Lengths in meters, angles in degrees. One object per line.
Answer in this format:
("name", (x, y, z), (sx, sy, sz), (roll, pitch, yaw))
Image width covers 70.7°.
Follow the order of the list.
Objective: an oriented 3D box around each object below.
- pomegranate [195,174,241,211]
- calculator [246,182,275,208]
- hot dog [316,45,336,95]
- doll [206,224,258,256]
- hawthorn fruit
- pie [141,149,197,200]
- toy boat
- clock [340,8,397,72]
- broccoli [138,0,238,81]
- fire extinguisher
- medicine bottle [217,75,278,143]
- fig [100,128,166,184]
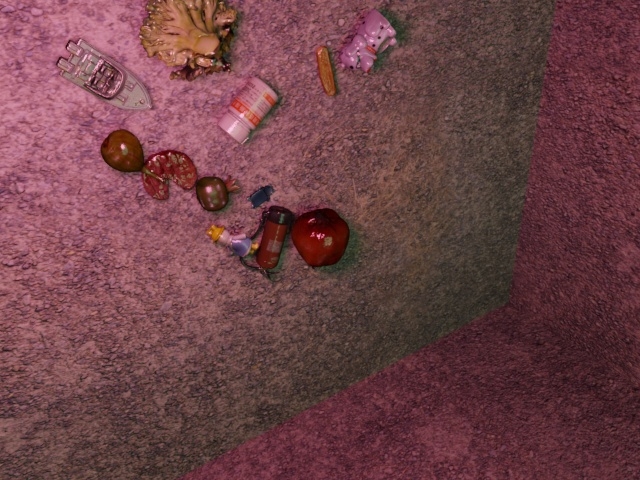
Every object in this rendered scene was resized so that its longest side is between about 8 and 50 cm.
("pomegranate", (-0.443, -0.213, 1.937), (0.191, 0.131, 0.152), (-38, 127, -38))
("calculator", (-0.276, -0.211, 2.104), (0.141, 0.019, 0.094), (-38, 130, -11))
("hot dog", (0.022, -0.743, 1.984), (0.066, 0.047, 0.216), (-21, 126, -4))
("doll", (-0.405, 0.003, 2.070), (0.241, 0.135, 0.099), (29, 72, -23))
("hawthorn fruit", (0.010, -0.011, 2.239), (0.295, 0.295, 0.311), (-38, 130, -9))
("pie", (-0.615, -0.269, 1.836), (0.218, 0.054, 0.205), (-13, 122, -24))
("toy boat", (-0.735, -0.556, 1.574), (0.319, 0.092, 0.141), (29, 100, -40))
("clock", (0.194, -0.846, 1.970), (0.254, 0.189, 0.189), (-48, 130, 7))
("broccoli", (-0.454, -0.727, 1.587), (0.324, 0.272, 0.334), (-28, 149, 35))
("fire extinguisher", (-0.267, 0.013, 2.197), (0.200, 0.113, 0.376), (18, 108, 7))
("medicine bottle", (-0.297, -0.528, 1.838), (0.252, 0.144, 0.144), (-49, 130, 4))
("fig", (-0.698, -0.310, 1.710), (0.151, 0.151, 0.259), (-52, 140, 2))
